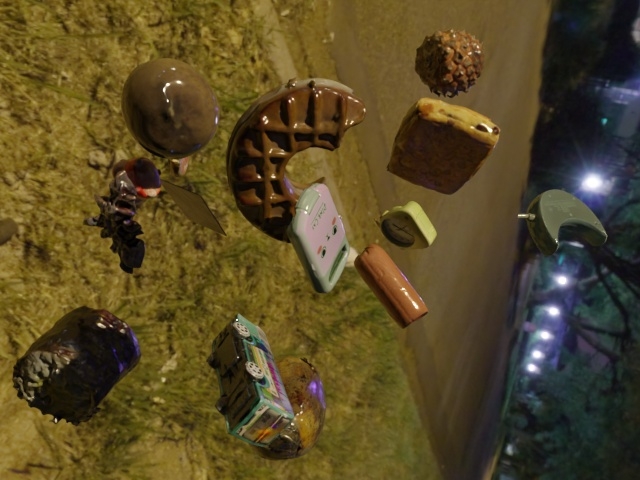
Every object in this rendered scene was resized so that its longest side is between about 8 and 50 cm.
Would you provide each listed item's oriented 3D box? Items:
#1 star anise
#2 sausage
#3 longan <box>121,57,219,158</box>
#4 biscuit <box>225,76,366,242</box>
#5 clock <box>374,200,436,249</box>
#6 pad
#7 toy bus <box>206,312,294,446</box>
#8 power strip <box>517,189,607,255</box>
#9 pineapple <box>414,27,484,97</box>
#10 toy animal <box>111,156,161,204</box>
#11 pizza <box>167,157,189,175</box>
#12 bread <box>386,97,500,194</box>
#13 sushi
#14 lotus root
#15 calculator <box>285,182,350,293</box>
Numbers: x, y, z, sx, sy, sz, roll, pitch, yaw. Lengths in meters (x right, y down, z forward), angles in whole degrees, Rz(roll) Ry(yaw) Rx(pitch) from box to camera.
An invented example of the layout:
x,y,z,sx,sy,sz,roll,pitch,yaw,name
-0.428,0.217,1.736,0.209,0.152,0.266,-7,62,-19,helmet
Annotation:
x,y,z,sx,sy,sz,roll,pitch,yaw,name
-0.536,-0.043,1.468,0.129,0.212,0.283,-21,119,-39,star anise
0.233,0.152,1.870,0.121,0.304,0.121,-35,169,-8,sausage
-0.474,-0.417,1.740,0.319,0.318,0.319,-50,149,-46,longan
-0.061,-0.159,1.149,0.115,0.268,0.367,-111,-156,-56,biscuit
0.281,-0.047,1.941,0.170,0.232,0.069,54,57,-21,clock
-0.514,-0.130,2.226,0.004,0.220,0.330,-60,157,-20,pad
-0.120,0.221,0.912,0.109,0.262,0.091,38,99,-28,toy bus
0.481,-0.038,1.115,0.215,0.137,0.044,-5,153,-32,power strip
0.334,-0.438,1.365,0.193,0.166,0.166,-7,117,-31,pineapple
-0.633,-0.210,1.914,0.197,0.171,0.172,-161,-93,-69,toy animal
-0.564,-0.366,2.188,0.289,0.081,0.229,-136,-121,-80,pizza
0.273,-0.219,1.272,0.235,0.210,0.099,117,-10,-56,bread
-0.759,0.384,1.727,0.281,0.299,0.294,-58,-176,31,sushi
-0.088,0.374,1.274,0.397,0.195,0.179,-103,167,-81,lotus root
0.000,0.000,1.110,0.141,0.045,0.246,-61,145,-35,calculator
